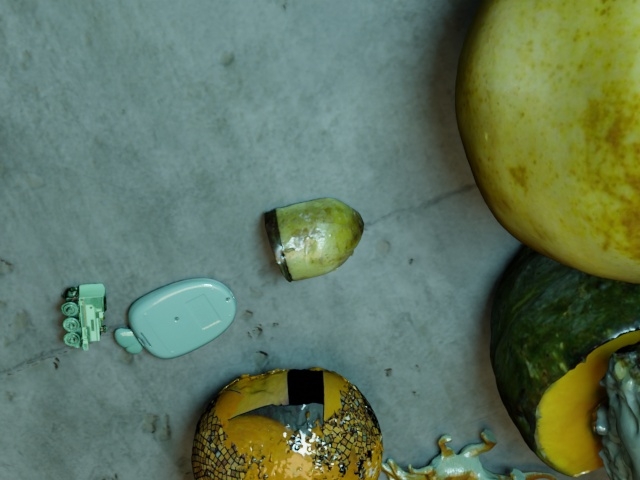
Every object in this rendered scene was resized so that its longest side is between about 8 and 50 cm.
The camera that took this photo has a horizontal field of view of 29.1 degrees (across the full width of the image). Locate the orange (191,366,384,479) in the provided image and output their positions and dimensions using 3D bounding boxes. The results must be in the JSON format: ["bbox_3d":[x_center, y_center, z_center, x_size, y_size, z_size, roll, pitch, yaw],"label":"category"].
[{"bbox_3d":[-0.039,0.263,1.501,0.234,0.182,0.234,-9,133,-10],"label":"orange"}]

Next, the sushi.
[{"bbox_3d":[0.386,0.199,1.248,0.182,0.196,0.343,-26,140,-10],"label":"sushi"}]

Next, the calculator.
[{"bbox_3d":[-0.173,0.096,1.468,0.153,0.021,0.095,-26,120,7],"label":"calculator"}]

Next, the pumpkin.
[{"bbox_3d":[0.338,0.102,1.400,0.303,0.225,0.256,-22,129,4],"label":"pumpkin"}]

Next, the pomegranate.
[{"bbox_3d":[0.328,-0.151,1.145,0.417,0.416,0.416,-2,122,-4],"label":"pomegranate"}]

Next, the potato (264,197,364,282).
[{"bbox_3d":[0.000,0.000,1.400,0.103,0.066,0.096,-22,125,6],"label":"potato"}]

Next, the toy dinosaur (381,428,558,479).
[{"bbox_3d":[0.198,0.320,1.626,0.212,0.057,0.142,34,125,-22],"label":"toy dinosaur"}]

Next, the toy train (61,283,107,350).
[{"bbox_3d":[-0.277,0.090,1.448,0.053,0.033,0.083,-3,123,-7],"label":"toy train"}]
